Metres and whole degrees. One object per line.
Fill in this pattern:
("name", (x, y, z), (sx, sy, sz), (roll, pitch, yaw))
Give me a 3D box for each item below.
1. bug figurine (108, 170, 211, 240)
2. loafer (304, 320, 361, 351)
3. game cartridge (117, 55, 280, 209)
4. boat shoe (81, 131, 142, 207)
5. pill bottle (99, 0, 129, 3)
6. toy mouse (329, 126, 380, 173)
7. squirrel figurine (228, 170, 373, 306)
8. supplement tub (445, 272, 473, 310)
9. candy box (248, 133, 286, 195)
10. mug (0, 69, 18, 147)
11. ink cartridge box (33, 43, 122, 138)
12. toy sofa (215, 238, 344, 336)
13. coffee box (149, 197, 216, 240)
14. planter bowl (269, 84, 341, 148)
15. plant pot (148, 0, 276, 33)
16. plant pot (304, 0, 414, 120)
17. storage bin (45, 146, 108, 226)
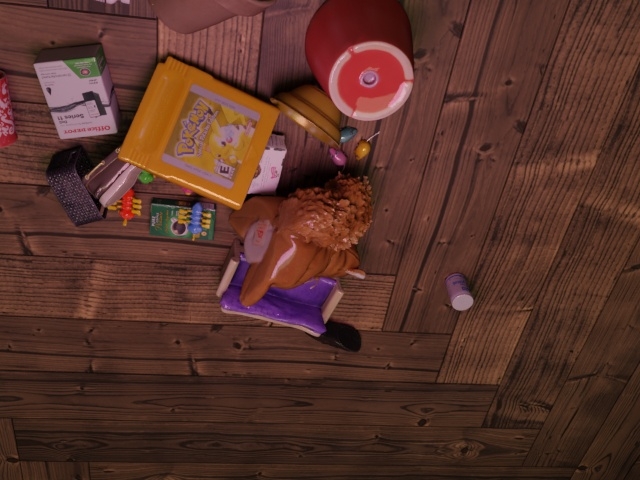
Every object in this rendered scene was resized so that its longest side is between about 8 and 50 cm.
("bug figurine", (-0.422, -0.124, 1.914), (0.279, 0.072, 0.216), (13, 104, -3))
("loafer", (0.040, 0.312, 2.344), (0.220, 0.080, 0.078), (28, 152, -26))
("game cartridge", (-0.296, -0.266, 1.750), (0.324, 0.053, 0.285), (23, 82, -17))
("boat shoe", (-0.470, -0.232, 1.802), (0.097, 0.116, 0.324), (43, 89, 1))
("pill bottle", (-0.499, -0.581, 1.580), (0.152, 0.086, 0.086), (10, 126, -15))
("toy mouse", (0.064, -0.254, 1.927), (0.143, 0.031, 0.161), (20, 123, -20))
("squirrel figurine", (0.000, 0.000, 1.933), (0.370, 0.281, 0.397), (14, 138, -41))
("supplement tub", (0.439, 0.162, 2.239), (0.071, 0.107, 0.071), (-3, 127, -4))
("candy box", (-0.202, -0.209, 1.891), (0.196, 0.070, 0.165), (5, 133, -14))
("mug", (-0.824, -0.322, 1.720), (0.150, 0.113, 0.169), (-17, 131, -36))
("ink cartridge box", (-0.591, -0.363, 1.736), (0.153, 0.087, 0.208), (-7, 129, 0))
("toy sofa", (-0.120, 0.144, 2.122), (0.362, 0.177, 0.150), (17, 124, -17))
("coffee box", (-0.393, -0.061, 2.019), (0.184, 0.040, 0.113), (4, 126, -10))
("planter bowl", (-0.015, -0.329, 1.780), (0.217, 0.217, 0.090), (35, 90, -28))
("plant pot", (-0.253, -0.572, 1.540), (0.229, 0.263, 0.263), (-26, 128, 36))
("plant pot", (0.103, -0.425, 1.667), (0.275, 0.243, 0.275), (-3, 127, -3))
("storage bin", (-0.642, -0.142, 1.879), (0.084, 0.122, 0.180), (-14, 128, 4))
